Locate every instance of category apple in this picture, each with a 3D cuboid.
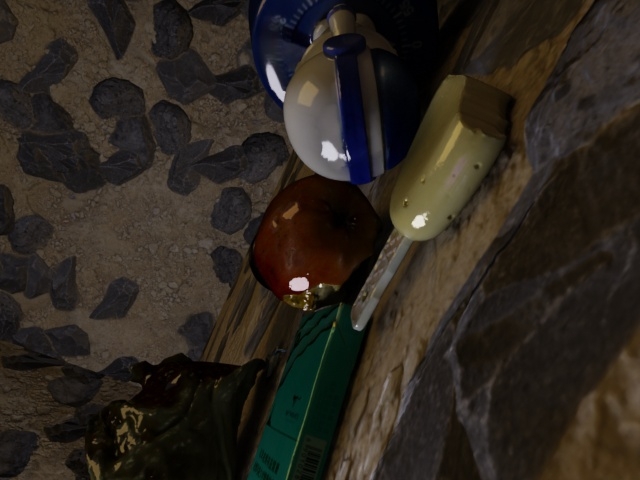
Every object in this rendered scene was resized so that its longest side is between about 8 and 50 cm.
[{"bbox_3d":[-0.004,-0.007,0.613,0.156,0.147,0.158,-35,-19,-34],"label":"apple"}]

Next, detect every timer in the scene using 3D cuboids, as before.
[{"bbox_3d":[0.033,-0.203,0.610,0.383,0.270,0.270,-91,25,-49],"label":"timer"}]

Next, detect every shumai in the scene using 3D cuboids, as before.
[{"bbox_3d":[-0.196,0.315,0.848,0.288,0.292,0.330,-33,13,-11],"label":"shumai"}]

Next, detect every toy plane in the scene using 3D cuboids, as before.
[{"bbox_3d":[-0.084,0.209,0.888,0.084,0.024,0.078,-59,-5,35],"label":"toy plane"}]

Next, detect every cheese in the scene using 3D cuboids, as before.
[{"bbox_3d":[0.089,-0.026,0.466,0.127,0.050,0.255,-100,33,-70],"label":"cheese"}]

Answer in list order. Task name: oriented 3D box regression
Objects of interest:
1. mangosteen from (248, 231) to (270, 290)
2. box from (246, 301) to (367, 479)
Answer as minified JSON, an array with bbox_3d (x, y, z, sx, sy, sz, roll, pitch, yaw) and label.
[{"bbox_3d":[-0.045,0.033,0.841,0.151,0.137,0.137,50,122,39],"label":"mangosteen"},{"bbox_3d":[-0.020,0.188,0.569,0.161,0.042,0.226,143,148,-68],"label":"box"}]
